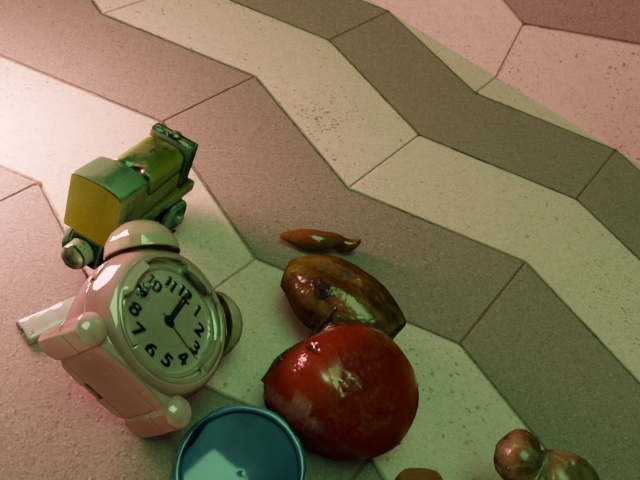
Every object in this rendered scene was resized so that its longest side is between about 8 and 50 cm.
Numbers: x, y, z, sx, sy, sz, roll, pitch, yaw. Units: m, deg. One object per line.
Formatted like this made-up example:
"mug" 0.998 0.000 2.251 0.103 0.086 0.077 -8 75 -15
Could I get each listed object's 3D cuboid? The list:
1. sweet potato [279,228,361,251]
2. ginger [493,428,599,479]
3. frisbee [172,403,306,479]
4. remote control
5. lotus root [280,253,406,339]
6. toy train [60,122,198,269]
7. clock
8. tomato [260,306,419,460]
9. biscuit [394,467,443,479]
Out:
"sweet potato" -0.001 0.002 1.763 0.202 0.055 0.058 8 45 -12
"ginger" 0.432 0.505 1.321 0.245 0.155 0.303 2 68 -22
"frisbee" -0.147 0.422 1.292 0.242 0.045 0.242 1 62 -2
"remote control" -0.533 0.153 1.446 0.162 0.029 0.061 -26 59 -36
"lotus root" 0.032 0.144 1.554 0.291 0.193 0.193 38 47 17
"toy train" -0.407 -0.093 1.542 0.160 0.253 0.397 29 35 7
"clock" -0.318 0.159 1.350 0.342 0.184 0.325 56 41 -27
"tomato" 0.040 0.293 1.346 0.309 0.170 0.308 -1 79 5
"biscuit" 0.196 0.548 1.204 0.202 0.047 0.333 8 45 -15
